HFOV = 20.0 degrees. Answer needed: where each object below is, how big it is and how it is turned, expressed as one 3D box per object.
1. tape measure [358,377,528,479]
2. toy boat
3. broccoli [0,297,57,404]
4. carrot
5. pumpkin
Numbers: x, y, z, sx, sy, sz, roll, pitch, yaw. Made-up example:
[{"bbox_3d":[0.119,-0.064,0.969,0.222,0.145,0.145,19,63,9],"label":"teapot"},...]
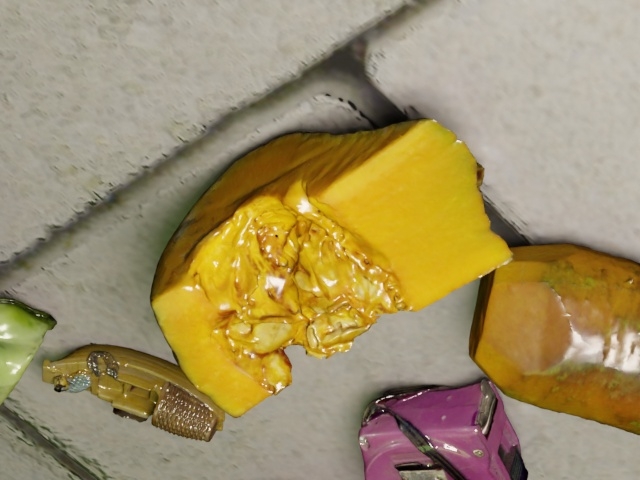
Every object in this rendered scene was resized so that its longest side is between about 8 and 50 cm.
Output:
[{"bbox_3d":[0.089,0.160,1.358,0.118,0.074,0.125,-10,127,29],"label":"tape measure"},{"bbox_3d":[-0.144,0.117,1.419,0.149,0.049,0.047,18,137,3],"label":"toy boat"},{"bbox_3d":[-0.330,0.092,1.364,0.246,0.288,0.247,16,101,-17],"label":"broccoli"},{"bbox_3d":[0.249,0.082,1.198,0.302,0.114,0.114,16,137,0],"label":"carrot"},{"bbox_3d":[0.004,-0.004,1.205,0.248,0.126,0.131,-27,113,17],"label":"pumpkin"}]
